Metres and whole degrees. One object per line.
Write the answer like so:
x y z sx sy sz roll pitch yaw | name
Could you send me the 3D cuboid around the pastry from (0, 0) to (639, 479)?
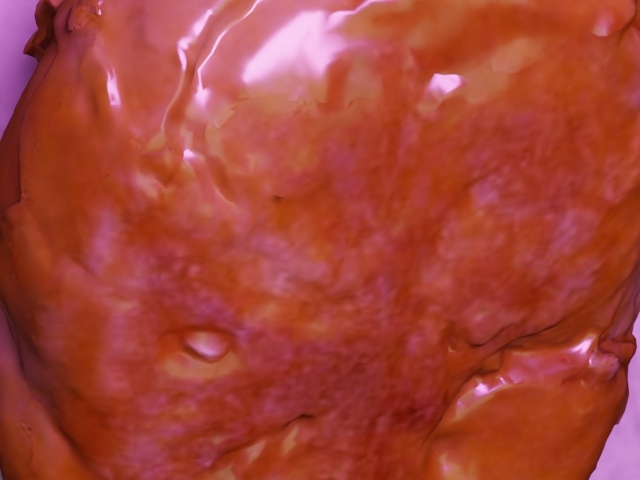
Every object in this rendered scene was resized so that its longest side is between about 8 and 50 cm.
0.000 0.000 0.655 0.255 0.162 0.311 -4 121 -23 | pastry
